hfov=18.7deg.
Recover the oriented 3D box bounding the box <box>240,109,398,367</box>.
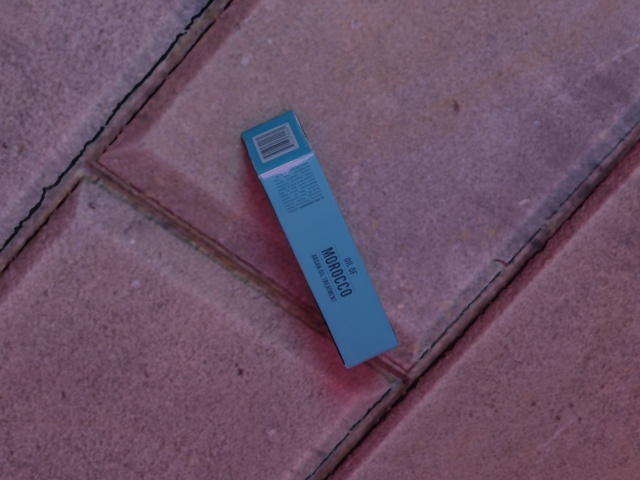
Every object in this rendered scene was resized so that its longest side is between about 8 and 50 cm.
[{"bbox_3d":[0.000,0.000,1.925,0.060,0.100,0.244,-24,121,0],"label":"box"}]
